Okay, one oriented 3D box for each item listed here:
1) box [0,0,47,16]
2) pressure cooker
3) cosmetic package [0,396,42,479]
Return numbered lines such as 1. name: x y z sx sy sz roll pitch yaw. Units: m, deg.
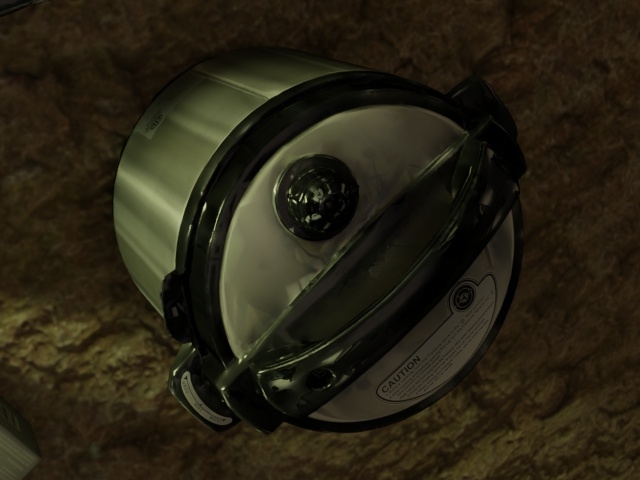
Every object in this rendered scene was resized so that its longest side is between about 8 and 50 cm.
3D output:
1. box: -0.435 -0.309 0.907 0.294 0.183 0.296 -24 113 -16
2. pressure cooker: -0.005 -0.003 1.067 0.376 0.420 0.369 1 104 -26
3. cosmetic package: -0.439 0.269 1.126 0.238 0.107 0.127 -42 118 -6
